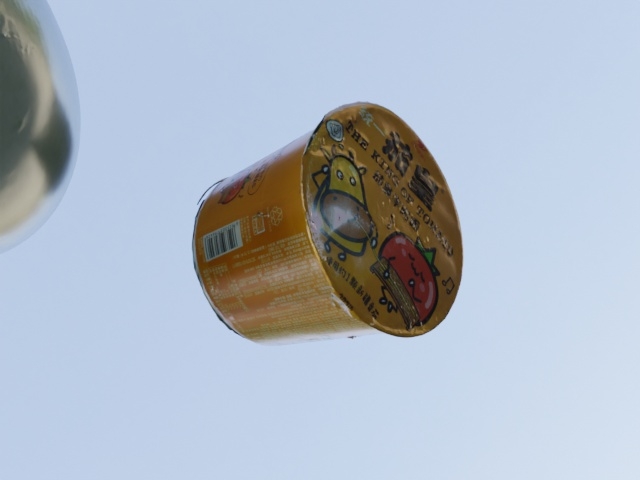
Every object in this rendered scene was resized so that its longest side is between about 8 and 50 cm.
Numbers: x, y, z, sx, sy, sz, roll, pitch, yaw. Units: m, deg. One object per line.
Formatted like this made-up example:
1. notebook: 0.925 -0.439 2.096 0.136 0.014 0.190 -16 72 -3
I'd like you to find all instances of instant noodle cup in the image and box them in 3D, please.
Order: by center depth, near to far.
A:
1. instant noodle cup: 0.000 0.000 1.408 0.172 0.216 0.215 -19 -2 40

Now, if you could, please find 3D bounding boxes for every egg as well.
1. egg: -0.280 -0.101 1.044 0.230 0.230 0.371 -46 -22 -9
